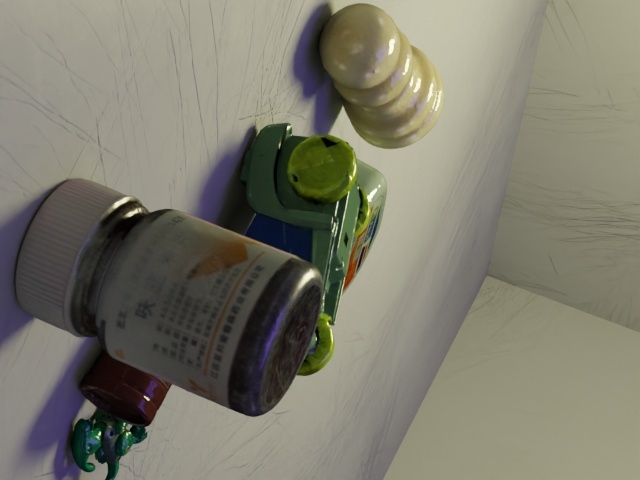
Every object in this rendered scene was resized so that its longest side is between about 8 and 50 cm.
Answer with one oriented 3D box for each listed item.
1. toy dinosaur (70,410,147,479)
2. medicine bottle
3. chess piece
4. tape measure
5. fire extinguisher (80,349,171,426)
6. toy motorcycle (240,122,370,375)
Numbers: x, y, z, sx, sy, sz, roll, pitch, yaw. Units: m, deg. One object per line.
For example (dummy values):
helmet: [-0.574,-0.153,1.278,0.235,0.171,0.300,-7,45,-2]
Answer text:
toy dinosaur: [-0.265,0.249,1.545,0.096,0.059,0.132,-45,145,-39]
medicine bottle: [-0.148,0.053,1.252,0.165,0.273,0.165,22,90,-76]
chess piece: [0.087,-0.261,1.923,0.167,0.167,0.299,-67,161,-7]
tape measure: [0.000,0.001,2.006,0.246,0.125,0.243,-51,163,-44]
fire extinguisher: [-0.180,0.090,1.528,0.105,0.104,0.269,84,30,-60]
toy motorcycle: [-0.053,0.017,1.742,0.191,0.199,0.327,68,34,-68]
